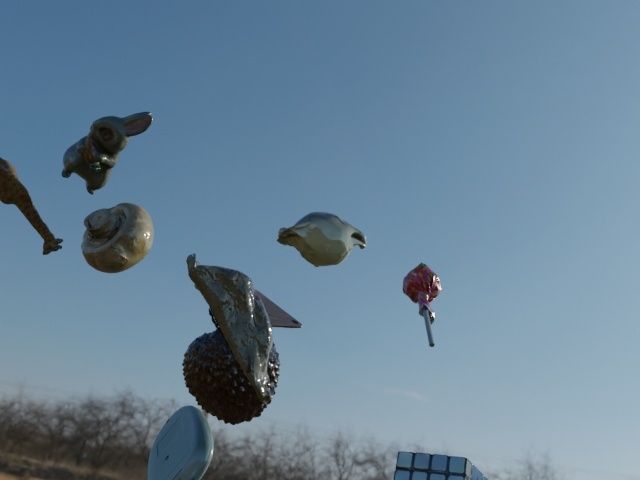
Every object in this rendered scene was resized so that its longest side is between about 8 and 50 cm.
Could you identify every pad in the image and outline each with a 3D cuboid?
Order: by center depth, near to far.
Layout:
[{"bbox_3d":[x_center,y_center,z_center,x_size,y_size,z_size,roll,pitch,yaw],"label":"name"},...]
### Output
[{"bbox_3d":[-0.235,0.209,2.150,0.284,0.018,0.286,32,13,39],"label":"pad"}]

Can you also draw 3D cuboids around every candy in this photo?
[{"bbox_3d":[0.318,0.202,2.006,0.124,0.365,0.124,0,-61,1],"label":"candy"}]

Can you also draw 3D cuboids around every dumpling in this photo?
[{"bbox_3d":[-0.150,0.160,1.347,0.086,0.332,0.166,-26,1,17],"label":"dumpling"},{"bbox_3d":[0.000,0.000,1.801,0.257,0.147,0.193,5,-11,-18],"label":"dumpling"}]

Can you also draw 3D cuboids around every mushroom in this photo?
[{"bbox_3d":[-0.439,-0.008,1.424,0.166,0.166,0.127,1,-31,28],"label":"mushroom"}]

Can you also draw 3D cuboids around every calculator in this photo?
[{"bbox_3d":[-0.296,0.457,1.381,0.041,0.185,0.299,39,4,-24],"label":"calculator"}]

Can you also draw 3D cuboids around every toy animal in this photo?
[{"bbox_3d":[-0.628,-0.086,1.342,0.275,0.054,0.149,33,-61,4],"label":"toy animal"},{"bbox_3d":[-0.514,-0.238,1.589,0.251,0.127,0.125,-43,-19,16],"label":"toy animal"}]

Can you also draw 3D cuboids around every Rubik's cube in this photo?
[{"bbox_3d":[0.240,0.530,1.345,0.155,0.154,0.151,-7,-37,31],"label":"Rubik's cube"}]

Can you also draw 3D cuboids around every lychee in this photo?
[{"bbox_3d":[-0.223,0.347,1.712,0.267,0.268,0.267,12,-23,5],"label":"lychee"}]
